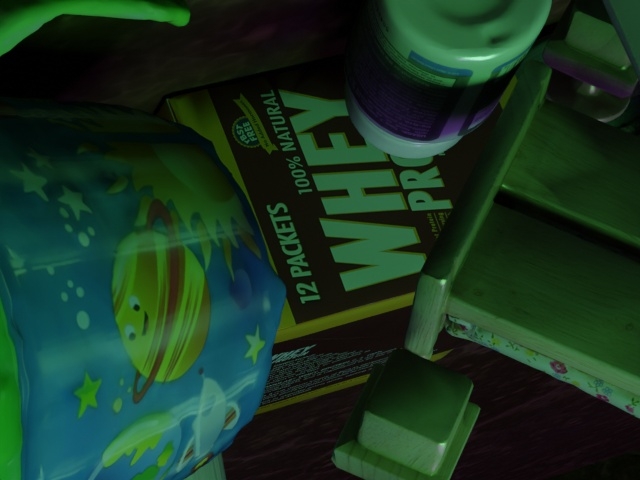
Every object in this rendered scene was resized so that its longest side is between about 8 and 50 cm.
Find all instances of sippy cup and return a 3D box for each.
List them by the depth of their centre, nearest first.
[{"bbox_3d":[-0.143,0.037,0.793,0.305,0.240,0.224,-26,173,39],"label":"sippy cup"}]

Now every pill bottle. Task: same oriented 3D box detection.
[{"bbox_3d":[0.053,-0.090,0.891,0.078,0.078,0.137,-18,166,-14],"label":"pill bottle"}]

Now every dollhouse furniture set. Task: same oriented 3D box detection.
[{"bbox_3d":[0.203,0.055,0.872,0.174,0.303,0.355,102,15,-51],"label":"dollhouse furniture set"}]

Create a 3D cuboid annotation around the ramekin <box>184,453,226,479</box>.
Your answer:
[{"bbox_3d":[-0.195,0.208,1.546,0.273,0.127,0.273,-20,166,-5],"label":"ramekin"}]

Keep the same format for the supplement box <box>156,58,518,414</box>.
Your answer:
[{"bbox_3d":[0.000,0.000,1.046,0.191,0.129,0.194,-15,165,-24],"label":"supplement box"}]

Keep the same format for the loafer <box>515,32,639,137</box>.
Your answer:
[{"bbox_3d":[0.214,-0.082,1.144,0.267,0.084,0.096,-10,162,-38],"label":"loafer"}]

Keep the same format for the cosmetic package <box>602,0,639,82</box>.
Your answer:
[{"bbox_3d":[0.313,-0.175,0.648,0.453,0.230,0.161,-30,163,30],"label":"cosmetic package"}]
